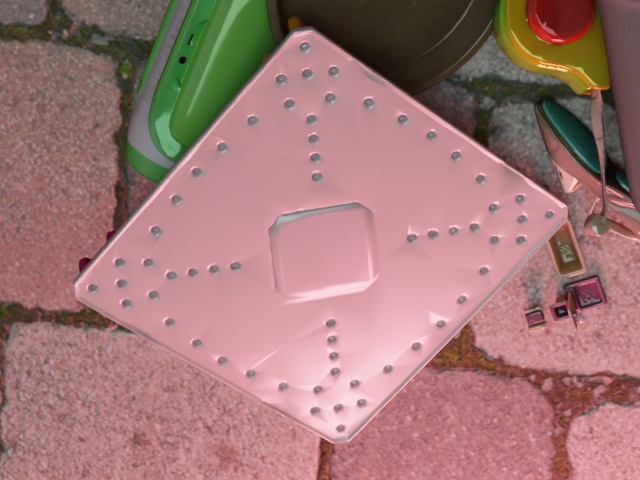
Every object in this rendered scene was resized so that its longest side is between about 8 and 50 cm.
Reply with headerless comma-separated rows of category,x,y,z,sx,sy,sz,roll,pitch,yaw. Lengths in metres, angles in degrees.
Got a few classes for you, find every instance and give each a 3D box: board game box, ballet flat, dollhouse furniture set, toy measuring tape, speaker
board game box,0.000,0.000,2.005,0.390,0.050,0.390,32,112,-28
ballet flat,0.296,-0.061,2.007,0.213,0.072,0.068,39,120,-5
dollhouse furniture set,0.252,0.044,2.040,0.091,0.081,0.114,-17,105,13
toy measuring tape,0.237,-0.167,1.927,0.121,0.121,0.330,-2,88,9
speaker,-0.106,-0.201,1.988,0.131,0.131,0.296,24,110,0

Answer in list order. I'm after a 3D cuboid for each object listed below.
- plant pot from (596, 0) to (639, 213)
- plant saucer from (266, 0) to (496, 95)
plant pot,0.419,-0.196,1.823,0.341,0.341,0.334,-5,115,10
plant saucer,0.070,-0.273,1.922,0.278,0.041,0.277,-11,122,-19
